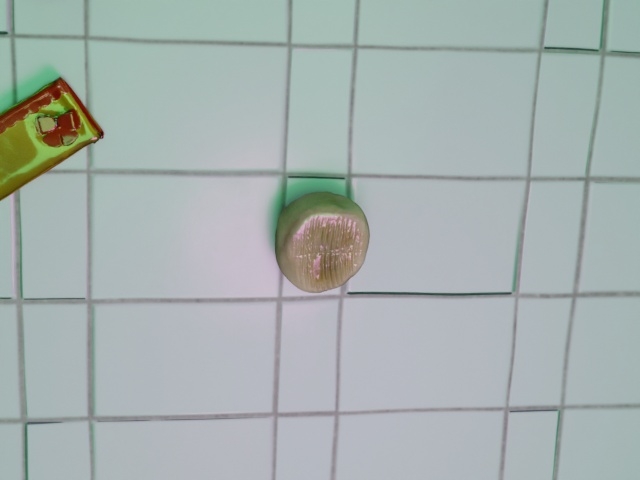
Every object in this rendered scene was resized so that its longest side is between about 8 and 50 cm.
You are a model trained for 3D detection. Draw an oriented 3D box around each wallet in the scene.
[{"bbox_3d":[-0.531,-0.182,1.880,0.241,0.067,0.141,-32,106,0],"label":"wallet"}]

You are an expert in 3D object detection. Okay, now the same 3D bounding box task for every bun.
[{"bbox_3d":[0.000,0.000,1.995,0.178,0.128,0.193,-2,116,-10],"label":"bun"}]
